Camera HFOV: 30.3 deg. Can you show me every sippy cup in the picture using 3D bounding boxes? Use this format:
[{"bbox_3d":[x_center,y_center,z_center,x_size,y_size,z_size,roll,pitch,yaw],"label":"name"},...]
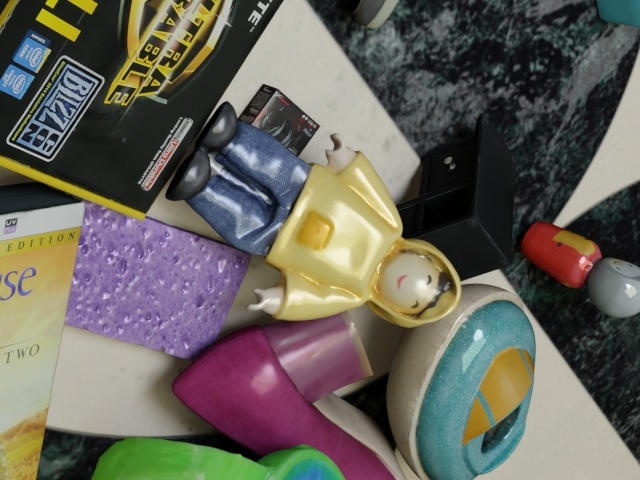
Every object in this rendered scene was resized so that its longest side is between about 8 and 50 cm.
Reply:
[{"bbox_3d":[-0.102,0.312,1.081,0.240,0.224,0.306,-12,94,-67],"label":"sippy cup"}]

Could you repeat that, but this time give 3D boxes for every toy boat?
[{"bbox_3d":[0.203,0.112,1.228,0.318,0.148,0.267,-45,148,-20],"label":"toy boat"}]

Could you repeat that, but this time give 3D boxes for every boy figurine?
[{"bbox_3d":[0.000,0.000,1.062,0.285,0.092,0.177,34,81,-11],"label":"boy figurine"}]

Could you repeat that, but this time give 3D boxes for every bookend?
[{"bbox_3d":[0.110,-0.029,1.190,0.072,0.156,0.157,50,36,-31],"label":"bookend"}]

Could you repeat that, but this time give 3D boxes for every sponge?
[{"bbox_3d":[-0.174,0.033,1.086,0.210,0.031,0.117,21,96,-33],"label":"sponge"}]

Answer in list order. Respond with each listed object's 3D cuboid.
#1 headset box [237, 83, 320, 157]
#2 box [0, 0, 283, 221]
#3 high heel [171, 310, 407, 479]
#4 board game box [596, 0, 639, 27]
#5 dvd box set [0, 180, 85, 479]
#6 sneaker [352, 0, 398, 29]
[{"bbox_3d":[-0.050,-0.095,1.113,0.062,0.032,0.083,39,83,-33],"label":"headset box"},{"bbox_3d":[-0.147,-0.193,0.923,0.322,0.079,0.257,-57,149,4],"label":"box"},{"bbox_3d":[-0.013,0.232,1.204,0.181,0.127,0.377,-22,119,-6],"label":"high heel"},{"bbox_3d":[0.370,-0.427,1.214,0.253,0.079,0.336,-30,118,-18],"label":"board game box"},{"bbox_3d":[-0.338,0.171,0.918,0.307,0.062,0.420,-13,122,-58],"label":"dvd box set"},{"bbox_3d":[0.031,-0.309,1.075,0.118,0.083,0.222,8,109,-12],"label":"sneaker"}]
